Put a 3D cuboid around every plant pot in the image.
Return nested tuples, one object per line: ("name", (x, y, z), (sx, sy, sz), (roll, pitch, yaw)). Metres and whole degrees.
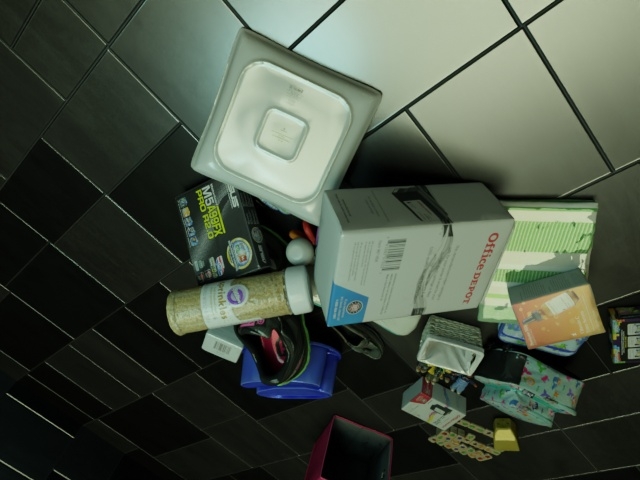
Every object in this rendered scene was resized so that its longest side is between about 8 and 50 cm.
("plant pot", (0.623, 0.649, 1.617), (0.081, 0.081, 0.083), (-9, 112, 22))

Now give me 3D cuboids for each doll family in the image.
("doll family", (0.399, 0.413, 1.507), (0.193, 0.076, 0.111), (18, 125, -4))

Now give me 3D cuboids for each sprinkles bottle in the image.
("sprinkles bottle", (-0.200, 0.153, 1.212), (0.356, 0.121, 0.121), (-11, 124, 5))

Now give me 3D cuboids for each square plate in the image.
("square plate", (-0.088, -0.243, 1.084), (0.348, 0.049, 0.343), (24, 110, -3))

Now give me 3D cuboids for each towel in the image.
("towel", (0.522, 0.058, 1.164), (0.248, 0.038, 0.324), (2, 111, 14))

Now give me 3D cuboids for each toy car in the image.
("toy car", (0.000, 0.000, 1.274), (0.182, 0.159, 0.136), (0, 90, 17))

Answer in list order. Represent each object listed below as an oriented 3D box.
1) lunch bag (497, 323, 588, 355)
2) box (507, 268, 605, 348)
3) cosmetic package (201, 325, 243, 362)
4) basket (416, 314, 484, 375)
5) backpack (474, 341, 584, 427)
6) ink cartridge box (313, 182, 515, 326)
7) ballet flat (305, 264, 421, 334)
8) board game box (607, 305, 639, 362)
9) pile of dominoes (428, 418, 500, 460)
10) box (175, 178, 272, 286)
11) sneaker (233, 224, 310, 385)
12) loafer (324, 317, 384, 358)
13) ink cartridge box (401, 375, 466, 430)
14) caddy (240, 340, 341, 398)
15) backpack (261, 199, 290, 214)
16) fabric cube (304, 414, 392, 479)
("lunch bag", (0.601, 0.221, 1.288), (0.219, 0.090, 0.176), (15, 132, 6))
("box", (0.550, 0.162, 1.124), (0.171, 0.091, 0.130), (-21, 103, 21))
("cosmetic package", (-0.259, 0.242, 1.459), (0.118, 0.231, 0.085), (25, 129, -3))
("basket", (0.381, 0.305, 1.405), (0.168, 0.103, 0.113), (16, 129, 5))
("backpack", (0.595, 0.415, 1.355), (0.254, 0.190, 0.225), (19, 167, -7))
("ink cartridge box", (0.200, 0.030, 1.112), (0.396, 0.166, 0.285), (-4, 131, -14))
("ballet flat", (0.113, 0.143, 1.337), (0.401, 0.139, 0.139), (24, 130, -13))
("board game box", (0.845, 0.247, 1.262), (0.141, 0.048, 0.170), (-9, 123, 20))
("pile of dominoes", (0.540, 0.737, 1.732), (0.251, 0.040, 0.195), (23, 129, -1))
("box", (-0.263, -0.026, 1.275), (0.217, 0.060, 0.269), (-19, 84, 29))
("sneaker", (-0.147, 0.180, 1.342), (0.186, 0.202, 0.481), (-15, 94, 20))
("loafer", (0.098, 0.295, 1.491), (0.096, 0.084, 0.267), (-29, 114, 32))
("ink cartridge box", (0.383, 0.551, 1.612), (0.175, 0.072, 0.127), (28, 128, -5))
("caddy", (-0.101, 0.409, 1.584), (0.342, 0.179, 0.241), (-7, 148, 21))
("backpack", (-0.093, -0.124, 1.216), (0.114, 0.105, 0.084), (40, 149, -12))
("fabric cube", (0.101, 0.880, 1.831), (0.259, 0.254, 0.258), (22, 129, -2))
